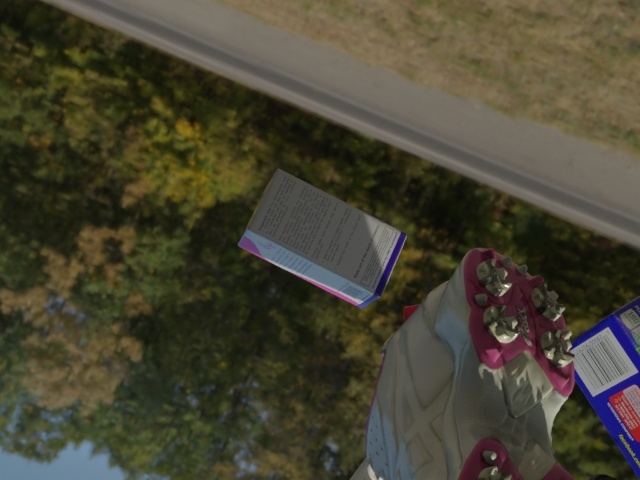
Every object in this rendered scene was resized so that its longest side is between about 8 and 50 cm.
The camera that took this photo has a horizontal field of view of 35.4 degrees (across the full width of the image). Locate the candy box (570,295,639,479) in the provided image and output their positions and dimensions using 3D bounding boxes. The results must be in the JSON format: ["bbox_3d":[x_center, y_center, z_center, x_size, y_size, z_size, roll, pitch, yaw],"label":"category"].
[{"bbox_3d":[0.486,0.168,1.217,0.317,0.122,0.268,-22,-106,-37],"label":"candy box"}]

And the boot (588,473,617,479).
[{"bbox_3d":[0.319,0.278,0.961,0.099,0.045,0.121,-11,112,58],"label":"boot"}]

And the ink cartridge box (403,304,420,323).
[{"bbox_3d":[0.229,0.173,1.547,0.176,0.127,0.128,-10,140,17],"label":"ink cartridge box"}]

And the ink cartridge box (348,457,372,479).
[{"bbox_3d":[0.074,0.278,1.039,0.067,0.198,0.115,42,168,-18],"label":"ink cartridge box"}]

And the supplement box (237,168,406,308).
[{"bbox_3d":[0.000,0.000,1.515,0.220,0.114,0.111,26,163,-6],"label":"supplement box"}]

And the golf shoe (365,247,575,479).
[{"bbox_3d":[0.088,0.151,0.633,0.115,0.140,0.306,34,-137,-22],"label":"golf shoe"}]
